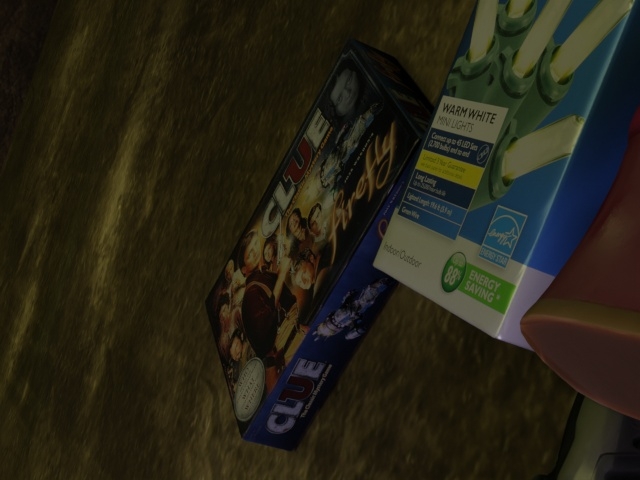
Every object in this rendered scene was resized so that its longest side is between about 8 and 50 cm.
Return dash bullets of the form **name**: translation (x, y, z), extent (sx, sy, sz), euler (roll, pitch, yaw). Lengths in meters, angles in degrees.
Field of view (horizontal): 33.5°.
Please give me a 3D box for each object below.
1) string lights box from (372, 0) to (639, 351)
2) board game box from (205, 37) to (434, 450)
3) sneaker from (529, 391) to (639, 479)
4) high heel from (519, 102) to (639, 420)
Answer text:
- **string lights box**: translation (0.128, -0.082, 0.503), extent (0.133, 0.077, 0.259), euler (30, 100, 65)
- **board game box**: translation (0.000, 0.000, 0.739), extent (0.243, 0.042, 0.165), euler (-60, 28, 22)
- **sneaker**: translation (0.087, 0.137, 0.424), extent (0.130, 0.087, 0.227), euler (4, 82, 57)
- **high heel**: translation (0.223, -0.010, 0.248), extent (0.377, 0.127, 0.181), euler (16, 61, 51)
